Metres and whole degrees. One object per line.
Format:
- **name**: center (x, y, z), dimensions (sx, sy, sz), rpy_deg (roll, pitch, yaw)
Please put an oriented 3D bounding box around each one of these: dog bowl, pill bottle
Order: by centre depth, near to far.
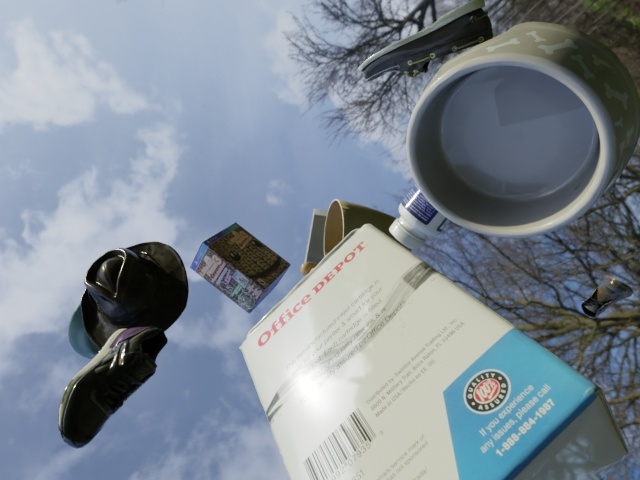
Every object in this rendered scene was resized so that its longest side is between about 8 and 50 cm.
- **dog bowl**: center (0.300, -0.155, 0.676), dimensions (0.348, 0.349, 0.102), rpy_deg (48, -129, -3)
- **pill bottle**: center (0.241, -0.074, 0.922), dimensions (0.112, 0.186, 0.112), rpy_deg (31, -159, -13)

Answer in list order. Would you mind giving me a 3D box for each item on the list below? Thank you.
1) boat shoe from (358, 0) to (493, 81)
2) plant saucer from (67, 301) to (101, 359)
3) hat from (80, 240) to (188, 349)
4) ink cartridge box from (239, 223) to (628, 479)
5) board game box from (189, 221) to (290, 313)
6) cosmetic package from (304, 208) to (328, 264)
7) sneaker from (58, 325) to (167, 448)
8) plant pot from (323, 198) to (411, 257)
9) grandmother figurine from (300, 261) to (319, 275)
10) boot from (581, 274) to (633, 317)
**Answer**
- **boat shoe**: center (0.171, -0.320, 0.706), dimensions (0.081, 0.228, 0.068), rpy_deg (-46, -65, -50)
- **plant saucer**: center (-0.603, 0.249, 1.291), dimensions (0.044, 0.317, 0.318), rpy_deg (32, -150, 35)
- **hat**: center (-0.509, 0.113, 1.075), dimensions (0.134, 0.332, 0.331), rpy_deg (72, -165, -56)
- **ink cartridge box**: center (0.071, 0.145, 0.416), dimensions (0.129, 0.223, 0.307), rpy_deg (46, 179, -33)
- **board game box**: center (-0.304, 0.098, 1.612), dimensions (0.291, 0.141, 0.232), rpy_deg (37, -151, 4)
- **cosmetic package**: center (0.000, 0.000, 1.678), dimensions (0.107, 0.237, 0.127), rpy_deg (7, -167, -3)
- **sneaker**: center (-0.416, 0.281, 0.862), dimensions (0.283, 0.124, 0.107), rpy_deg (-83, -25, -55)
- **plant pot**: center (0.174, -0.010, 1.459), dimensions (0.274, 0.256, 0.256), rpy_deg (3, -123, -14)
- **grandmother figurine**: center (0.011, 0.208, 1.325), dimensions (0.342, 0.104, 0.207), rpy_deg (-121, 11, -63)
- **boot**: center (0.811, 0.168, 1.183), dimensions (0.082, 0.106, 0.219), rpy_deg (41, -175, 33)
